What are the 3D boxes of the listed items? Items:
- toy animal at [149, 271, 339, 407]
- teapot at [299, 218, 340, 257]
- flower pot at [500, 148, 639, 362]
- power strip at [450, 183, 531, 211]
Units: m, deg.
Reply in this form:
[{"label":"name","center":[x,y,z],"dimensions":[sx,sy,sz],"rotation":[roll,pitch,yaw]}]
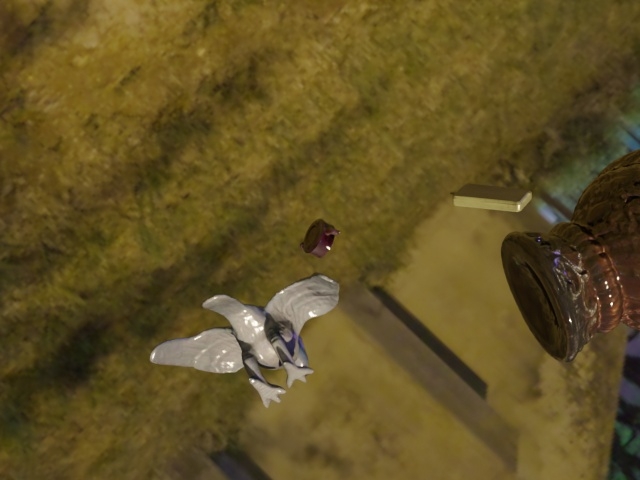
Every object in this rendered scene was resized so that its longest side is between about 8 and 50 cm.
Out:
[{"label":"toy animal","center":[-0.073,0.115,1.084],"dimensions":[0.239,0.255,0.176],"rotation":[-29,-141,5]},{"label":"teapot","center":[0.000,0.000,1.580],"dimensions":[0.100,0.045,0.067],"rotation":[-33,-143,50]},{"label":"flower pot","center":[0.409,0.030,1.227],"dimensions":[0.267,0.266,0.266],"rotation":[-24,173,-5]},{"label":"power strip","center":[0.353,-0.090,1.879],"dimensions":[0.076,0.169,0.028],"rotation":[-39,129,-47]}]
